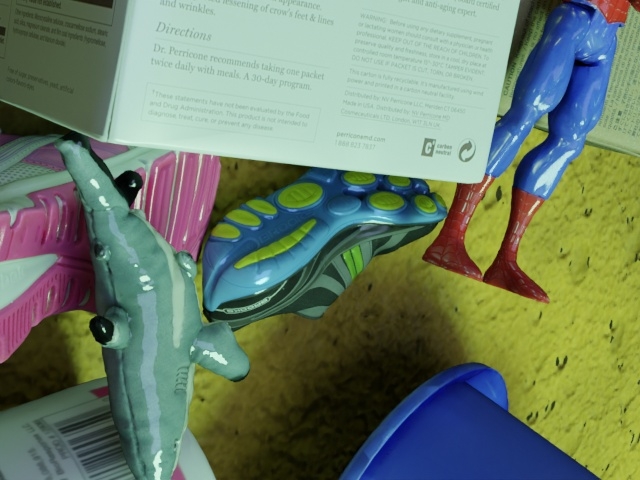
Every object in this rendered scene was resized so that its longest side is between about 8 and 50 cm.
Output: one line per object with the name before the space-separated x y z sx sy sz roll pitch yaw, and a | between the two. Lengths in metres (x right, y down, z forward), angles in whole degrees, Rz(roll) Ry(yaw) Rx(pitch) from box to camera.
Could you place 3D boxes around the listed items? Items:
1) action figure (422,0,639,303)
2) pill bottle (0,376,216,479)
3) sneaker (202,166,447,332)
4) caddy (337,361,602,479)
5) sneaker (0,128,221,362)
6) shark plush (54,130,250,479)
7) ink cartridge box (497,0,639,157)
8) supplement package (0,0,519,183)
action figure | 0.167 -0.098 0.693 0.091 0.139 0.280 18 91 -40
pill bottle | -0.194 0.177 0.590 0.283 0.160 0.160 -16 112 -33
sneaker | 0.000 0.000 0.757 0.188 0.067 0.078 -25 151 -39
caddy | 0.049 0.241 0.790 0.341 0.179 0.241 -56 151 -10
sneaker | -0.143 -0.013 0.613 0.252 0.111 0.103 -16 126 -58
shark plush | -0.077 0.029 0.554 0.067 0.073 0.161 -59 155 -53
ink cartridge box | 0.148 -0.186 0.790 0.193 0.088 0.235 12 97 -38
supplement package | -0.034 -0.179 0.582 0.199 0.198 0.263 4 101 -37
